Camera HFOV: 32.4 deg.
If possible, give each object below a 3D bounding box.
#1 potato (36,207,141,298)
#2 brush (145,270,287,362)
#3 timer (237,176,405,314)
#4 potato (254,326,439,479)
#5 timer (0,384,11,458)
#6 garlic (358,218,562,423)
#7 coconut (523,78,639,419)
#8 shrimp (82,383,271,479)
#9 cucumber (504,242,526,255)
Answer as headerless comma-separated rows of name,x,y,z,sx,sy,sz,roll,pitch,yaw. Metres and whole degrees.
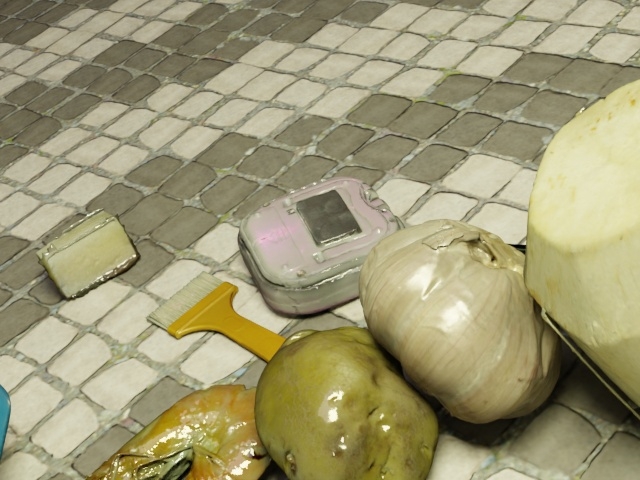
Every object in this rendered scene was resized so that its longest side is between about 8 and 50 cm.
potato,-0.315,0.017,1.479,0.122,0.086,0.061,-33,23,-15
brush,-0.096,0.106,1.308,0.103,0.013,0.272,-39,40,-25
timer,0.000,0.000,1.358,0.190,0.069,0.208,-23,34,-9
potato,0.019,0.168,1.061,0.137,0.154,0.200,-57,39,20
timer,-0.453,0.270,1.084,0.309,0.115,0.340,-38,23,9
garlic,0.141,0.068,1.067,0.152,0.228,0.228,-48,32,15
coconut,0.341,0.014,0.975,0.322,0.323,0.323,-13,35,9
shrimp,-0.160,0.239,1.121,0.267,0.061,0.145,-25,44,-11
cucumber,0.313,0.035,1.175,0.284,0.056,0.056,10,44,31
